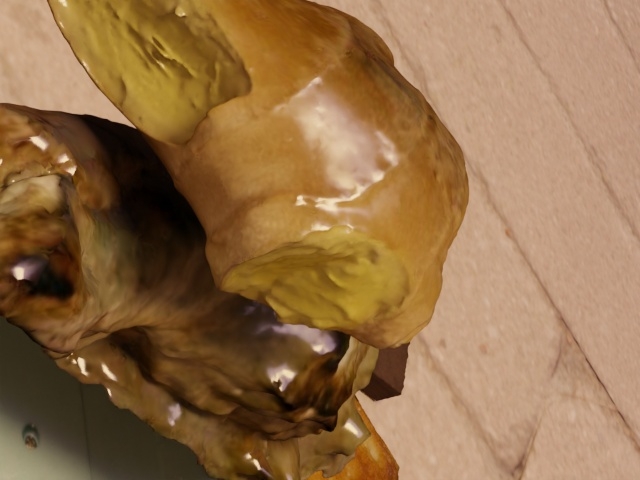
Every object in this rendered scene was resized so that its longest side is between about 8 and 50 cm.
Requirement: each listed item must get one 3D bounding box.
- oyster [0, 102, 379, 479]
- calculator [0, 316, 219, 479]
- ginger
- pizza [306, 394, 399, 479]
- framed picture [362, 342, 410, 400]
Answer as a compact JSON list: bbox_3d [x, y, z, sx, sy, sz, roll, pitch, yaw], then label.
[{"bbox_3d":[-0.072,0.005,0.682,0.198,0.133,0.337,54,20,25],"label":"oyster"},{"bbox_3d":[-0.142,0.101,0.690,0.295,0.042,0.184,8,69,-54],"label":"calculator"},{"bbox_3d":[-0.047,-0.087,0.598,0.131,0.086,0.294,-32,81,-43],"label":"ginger"},{"bbox_3d":[-0.011,0.120,0.846,0.184,0.036,0.176,42,33,-42],"label":"pizza"},{"bbox_3d":[0.000,0.000,0.952,0.168,0.023,0.128,41,46,-37],"label":"framed picture"}]
